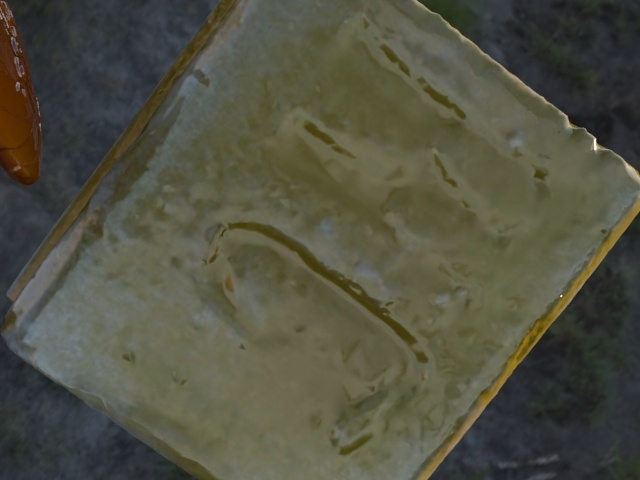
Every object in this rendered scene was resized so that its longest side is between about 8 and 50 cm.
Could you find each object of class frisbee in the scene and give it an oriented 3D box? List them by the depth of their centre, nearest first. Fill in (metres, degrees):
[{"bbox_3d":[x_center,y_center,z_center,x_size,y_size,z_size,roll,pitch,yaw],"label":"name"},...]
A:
[{"bbox_3d":[-0.189,-0.123,0.674,0.035,0.192,0.192,-23,68,-4],"label":"frisbee"}]

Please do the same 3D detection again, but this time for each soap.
[{"bbox_3d":[0.000,0.000,0.806,0.293,0.335,0.156,38,4,-16],"label":"soap"}]
